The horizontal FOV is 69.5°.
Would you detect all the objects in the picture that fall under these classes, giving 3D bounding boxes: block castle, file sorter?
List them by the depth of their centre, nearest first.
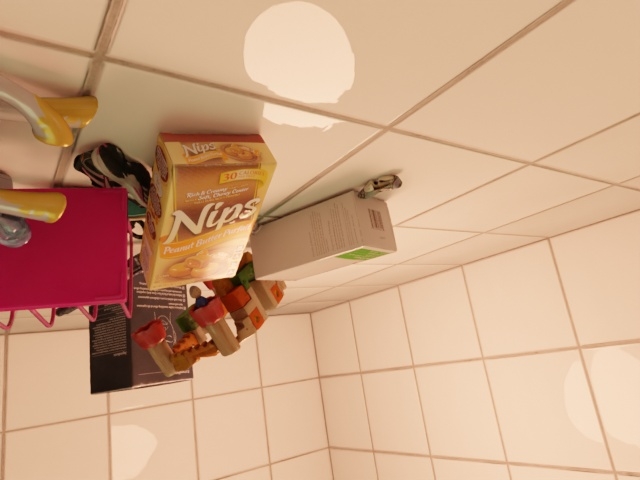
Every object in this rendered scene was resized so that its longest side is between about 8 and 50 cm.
[{"bbox_3d":[-0.482,0.042,0.802,0.290,0.202,0.182,-2,157,-17],"label":"file sorter"},{"bbox_3d":[-0.316,0.175,1.394,0.302,0.213,0.453,-22,-168,23],"label":"block castle"}]

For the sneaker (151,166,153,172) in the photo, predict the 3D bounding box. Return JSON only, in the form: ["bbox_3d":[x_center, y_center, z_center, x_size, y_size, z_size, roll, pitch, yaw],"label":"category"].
[{"bbox_3d":[-0.255,-0.090,0.943,0.080,0.081,0.211,-17,162,29],"label":"sneaker"}]

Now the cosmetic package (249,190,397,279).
[{"bbox_3d":[0.000,0.000,1.287,0.365,0.155,0.196,-20,164,33],"label":"cosmetic package"}]

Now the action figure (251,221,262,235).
[{"bbox_3d":[-0.285,-0.001,1.236,0.284,0.099,0.185,-16,159,14],"label":"action figure"}]

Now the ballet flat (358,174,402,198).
[{"bbox_3d":[0.137,-0.133,1.109,0.114,0.041,0.041,-16,164,23],"label":"ballet flat"}]

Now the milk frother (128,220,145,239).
[{"bbox_3d":[-0.369,-0.031,1.092,0.134,0.129,0.143,-44,127,2],"label":"milk frother"}]

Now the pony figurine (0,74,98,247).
[{"bbox_3d":[-0.485,-0.102,0.507,0.351,0.303,0.363,-47,149,13],"label":"pony figurine"}]

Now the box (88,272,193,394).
[{"bbox_3d":[-0.656,0.338,1.697,0.211,0.396,0.293,-16,163,24],"label":"box"}]

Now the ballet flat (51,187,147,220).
[{"bbox_3d":[-0.456,-0.066,0.942,0.248,0.086,0.086,-2,164,-27],"label":"ballet flat"}]

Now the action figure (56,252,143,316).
[{"bbox_3d":[-0.596,0.051,1.246,0.341,0.179,0.330,-32,-179,-21],"label":"action figure"}]

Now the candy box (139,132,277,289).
[{"bbox_3d":[-0.218,-0.046,0.852,0.182,0.088,0.317,-8,143,-34],"label":"candy box"}]

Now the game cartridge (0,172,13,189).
[{"bbox_3d":[-0.691,-0.040,0.801,0.297,0.062,0.198,-33,161,19],"label":"game cartridge"}]

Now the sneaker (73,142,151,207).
[{"bbox_3d":[-0.371,-0.115,0.836,0.077,0.072,0.178,-6,154,9],"label":"sneaker"}]
